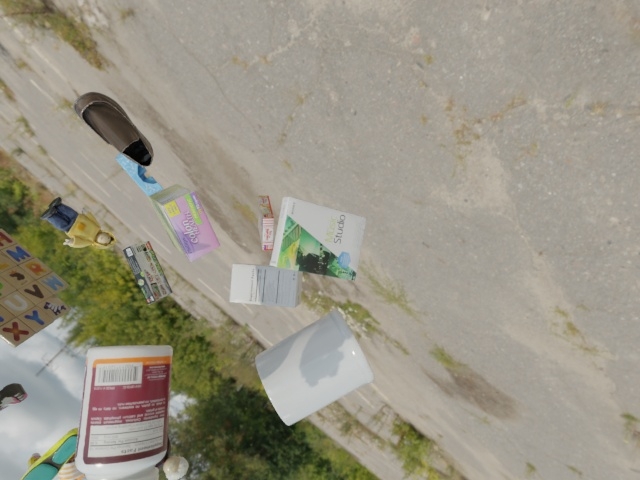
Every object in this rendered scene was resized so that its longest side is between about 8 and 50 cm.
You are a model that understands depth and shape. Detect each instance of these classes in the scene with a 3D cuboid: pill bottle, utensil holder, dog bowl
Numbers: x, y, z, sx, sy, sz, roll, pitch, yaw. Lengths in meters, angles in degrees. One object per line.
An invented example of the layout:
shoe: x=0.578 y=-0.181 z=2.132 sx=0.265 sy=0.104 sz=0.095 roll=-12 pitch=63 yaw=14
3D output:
pill bottle: x=-0.978 y=0.767 z=1.415 sx=0.083 sy=0.043 sz=0.043 roll=19 pitch=151 yaw=53
utensil holder: x=-0.024 y=0.512 z=1.670 sx=0.327 sy=0.385 sz=0.327 roll=60 pitch=174 yaw=11
pill bottle: x=-0.528 y=0.488 z=1.119 sx=0.224 sy=0.392 sz=0.224 roll=-1 pitch=165 yaw=0
dog bowl: x=-0.782 y=-0.276 z=1.824 sx=0.297 sy=0.074 sz=0.166 roll=53 pitch=168 yaw=-17

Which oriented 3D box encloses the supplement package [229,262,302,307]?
supplement package: x=-0.238 y=0.199 z=1.862 sx=0.293 sy=0.175 sz=0.177 roll=4 pitch=177 yaw=6

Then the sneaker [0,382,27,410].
sneaker: x=-1.043 y=0.521 z=1.328 sx=0.072 sy=0.077 sz=0.178 roll=61 pitch=-173 yaw=6

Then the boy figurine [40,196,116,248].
boy figurine: x=-0.965 y=-0.043 z=1.666 sx=0.092 sy=0.177 sz=0.285 roll=-16 pitch=134 yaw=34

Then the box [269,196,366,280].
box: x=0.000 y=0.000 z=1.401 sx=0.322 sy=0.232 sz=0.058 roll=12 pitch=176 yaw=-31

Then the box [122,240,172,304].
box: x=-0.601 y=0.110 z=1.442 sx=0.114 sy=0.036 sz=0.207 roll=-40 pitch=-73 yaw=-77

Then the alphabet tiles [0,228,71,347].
alphabet tiles: x=-0.780 y=0.092 z=0.964 sx=0.342 sy=0.011 sz=0.285 roll=42 pitch=-158 yaw=-6

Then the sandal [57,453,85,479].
sandal: x=-0.929 y=0.881 z=1.557 sx=0.076 sy=0.102 sz=0.265 roll=28 pitch=121 yaw=49

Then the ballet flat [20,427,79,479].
ballet flat: x=-0.844 y=0.690 z=1.303 sx=0.077 sy=0.231 sz=0.077 roll=51 pitch=165 yaw=-26

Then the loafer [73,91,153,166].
loafer: x=-0.743 y=-0.404 z=1.546 sx=0.130 sy=0.134 sz=0.366 roll=47 pitch=179 yaw=30

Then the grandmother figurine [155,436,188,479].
grandmother figurine: x=-0.685 y=0.843 z=1.640 sx=0.342 sy=0.207 sz=0.104 roll=30 pitch=164 yaw=0

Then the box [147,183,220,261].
box: x=-0.482 y=-0.070 z=1.449 sx=0.243 sy=0.117 sz=0.213 roll=22 pitch=137 yaw=56

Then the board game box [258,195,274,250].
board game box: x=-0.219 y=-0.073 z=1.641 sx=0.193 sy=0.045 sz=0.146 roll=-112 pitch=23 yaw=-55
